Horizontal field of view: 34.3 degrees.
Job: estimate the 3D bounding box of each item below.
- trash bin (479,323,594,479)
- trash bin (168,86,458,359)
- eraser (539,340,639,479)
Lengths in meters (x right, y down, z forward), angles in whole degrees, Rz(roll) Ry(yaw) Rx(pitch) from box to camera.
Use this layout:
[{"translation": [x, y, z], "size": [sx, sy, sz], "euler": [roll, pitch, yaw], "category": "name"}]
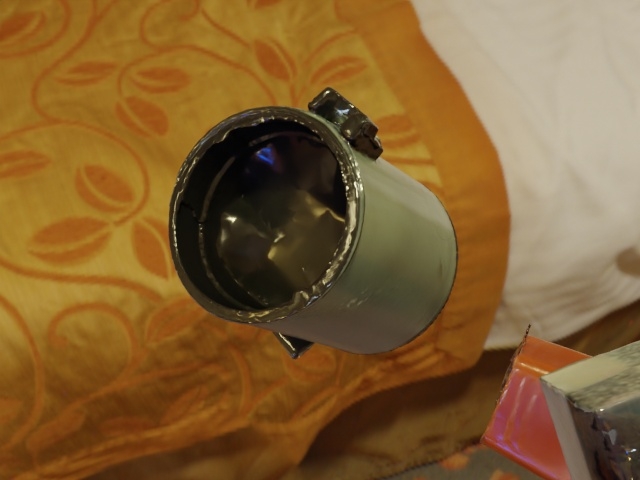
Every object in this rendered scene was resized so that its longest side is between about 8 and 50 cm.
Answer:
[{"translation": [0.310, 0.194, 1.125], "size": [0.239, 0.184, 0.161], "euler": [25, 16, 12], "category": "trash bin"}, {"translation": [0.000, 0.000, 1.096], "size": [0.277, 0.262, 0.217], "euler": [-49, 61, 11], "category": "trash bin"}, {"translation": [0.250, 0.264, 0.646], "size": [0.096, 0.098, 0.403], "euler": [-21, 98, -6], "category": "eraser"}]
